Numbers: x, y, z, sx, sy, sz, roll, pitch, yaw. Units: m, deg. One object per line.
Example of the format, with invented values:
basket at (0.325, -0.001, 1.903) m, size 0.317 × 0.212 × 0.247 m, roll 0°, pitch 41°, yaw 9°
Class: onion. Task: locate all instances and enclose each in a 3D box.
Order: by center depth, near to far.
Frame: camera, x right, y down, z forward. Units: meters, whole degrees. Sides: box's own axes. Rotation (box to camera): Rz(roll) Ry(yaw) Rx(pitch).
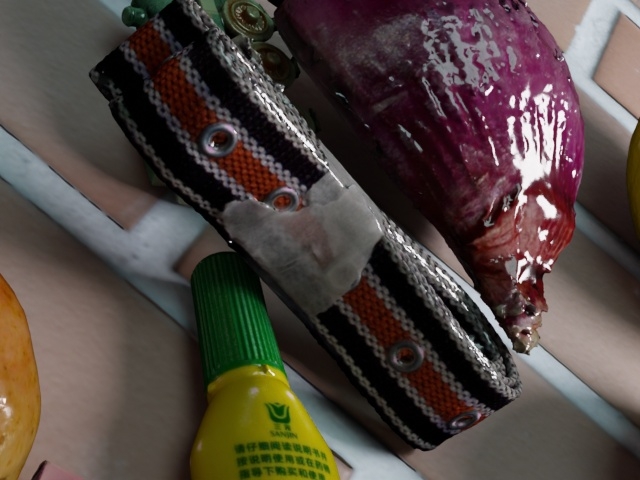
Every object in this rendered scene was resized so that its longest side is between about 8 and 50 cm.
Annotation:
onion at (0.126, -0.088, 1.103) m, size 0.349 × 0.159 × 0.267 m, roll 57°, pitch 16°, yaw 27°

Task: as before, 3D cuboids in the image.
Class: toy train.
toy train at (-0.081, -0.114, 1.087) m, size 0.125 × 0.081 × 0.194 m, roll 3°, pitch 54°, yaw -36°

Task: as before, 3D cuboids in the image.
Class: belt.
belt at (0.000, 0.000, 0.963) m, size 0.359 × 0.094 × 0.126 m, roll 48°, pitch 11°, yaw -21°

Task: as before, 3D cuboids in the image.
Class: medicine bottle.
medicine bottle at (-0.040, 0.114, 0.909) m, size 0.095 × 0.064 × 0.260 m, roll 7°, pitch 46°, yaw -24°

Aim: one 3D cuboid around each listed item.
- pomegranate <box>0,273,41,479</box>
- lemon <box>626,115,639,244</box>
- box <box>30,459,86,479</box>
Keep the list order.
pomegranate at (-0.236, 0.062, 0.653) m, size 0.215 × 0.215 × 0.215 m, roll 25°, pitch 40°, yaw -23°
lemon at (0.422, -0.047, 1.323) m, size 0.297 × 0.297 × 0.297 m, roll 25°, pitch 40°, yaw -23°
box at (-0.126, 0.201, 0.750) m, size 0.111 × 0.060 × 0.156 m, roll 32°, pitch 39°, yaw -18°
